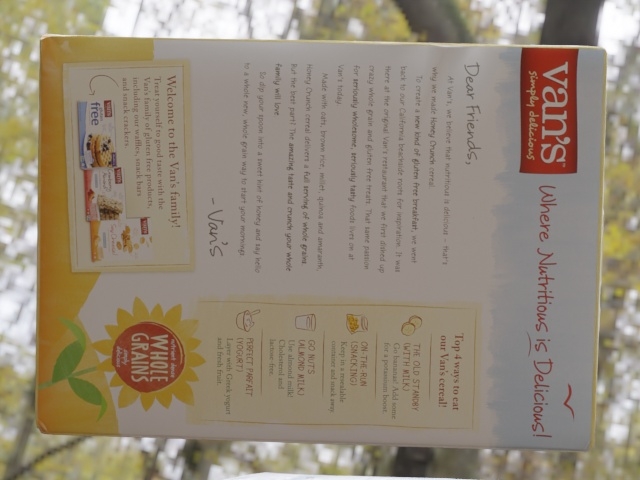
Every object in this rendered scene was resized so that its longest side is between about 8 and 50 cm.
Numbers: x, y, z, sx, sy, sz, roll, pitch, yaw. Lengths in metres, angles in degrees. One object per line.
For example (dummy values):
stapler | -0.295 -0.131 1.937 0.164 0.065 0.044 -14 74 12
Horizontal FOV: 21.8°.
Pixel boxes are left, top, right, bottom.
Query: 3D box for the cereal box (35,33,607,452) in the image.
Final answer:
cereal box | 0.000 0.000 0.714 0.240 0.173 0.047 2 4 2

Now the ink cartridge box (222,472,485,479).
ink cartridge box | -0.083 0.273 0.837 0.385 0.308 0.091 2 12 7
